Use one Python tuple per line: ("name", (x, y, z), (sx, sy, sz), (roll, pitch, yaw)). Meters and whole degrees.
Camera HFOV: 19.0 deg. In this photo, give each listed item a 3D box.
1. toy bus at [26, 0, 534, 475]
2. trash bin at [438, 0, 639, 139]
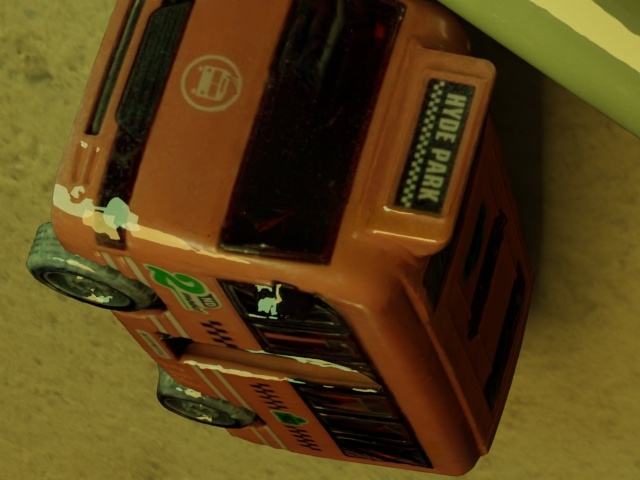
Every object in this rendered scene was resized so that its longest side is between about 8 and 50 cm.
("toy bus", (0.000, 0.000, 1.142), (0.233, 0.203, 0.427), (11, 162, 16))
("trash bin", (0.148, -0.197, 0.952), (0.247, 0.121, 0.243), (37, 99, 4))
